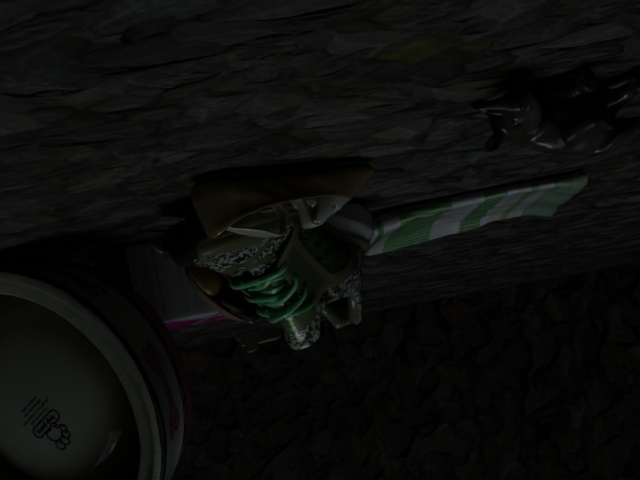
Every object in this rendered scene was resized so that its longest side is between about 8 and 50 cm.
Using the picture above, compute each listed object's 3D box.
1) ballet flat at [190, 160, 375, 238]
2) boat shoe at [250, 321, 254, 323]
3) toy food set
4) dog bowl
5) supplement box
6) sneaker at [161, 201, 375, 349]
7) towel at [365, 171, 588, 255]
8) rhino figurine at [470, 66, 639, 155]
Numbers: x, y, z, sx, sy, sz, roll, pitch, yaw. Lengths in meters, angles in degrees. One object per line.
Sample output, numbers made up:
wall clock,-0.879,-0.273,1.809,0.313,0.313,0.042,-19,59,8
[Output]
ballet flat,-0.037,-0.041,1.557,0.232,0.073,0.080,-8,172,-32
boat shoe,-0.106,0.082,2.320,0.079,0.095,0.254,-25,179,11
toy food set,-0.121,0.052,1.799,0.038,0.192,0.132,-47,168,19
dog bowl,-0.343,0.205,1.806,0.408,0.408,0.150,-16,-171,27
supplement box,-0.178,0.056,1.921,0.220,0.114,0.111,-10,172,-26
sneaker,-0.039,0.044,1.769,0.158,0.182,0.410,-16,171,30
towel,0.217,-0.037,2.128,0.325,0.038,0.248,-11,172,-5
rhino figurine,0.234,-0.122,1.386,0.243,0.073,0.106,-3,165,-43
